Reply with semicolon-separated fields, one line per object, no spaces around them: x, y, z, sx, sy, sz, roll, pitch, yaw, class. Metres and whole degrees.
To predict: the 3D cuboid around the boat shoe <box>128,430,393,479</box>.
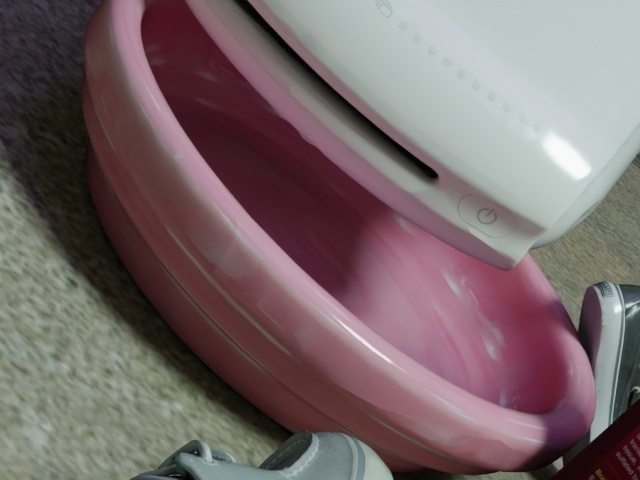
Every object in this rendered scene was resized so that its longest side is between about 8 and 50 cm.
-0.036;0.110;0.570;0.081;0.079;0.227;48;23;-4;boat shoe

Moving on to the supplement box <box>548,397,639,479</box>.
0.187;0.128;0.730;0.073;0.239;0.130;16;34;-52;supplement box

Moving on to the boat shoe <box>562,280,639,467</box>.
0.167;0.089;0.927;0.040;0.142;0.049;-1;26;-10;boat shoe

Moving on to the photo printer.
0.076;-0.132;0.881;0.256;0.107;0.307;42;39;4;photo printer

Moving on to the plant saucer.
0.000;0.000;0.853;0.332;0.084;0.332;38;20;-16;plant saucer
